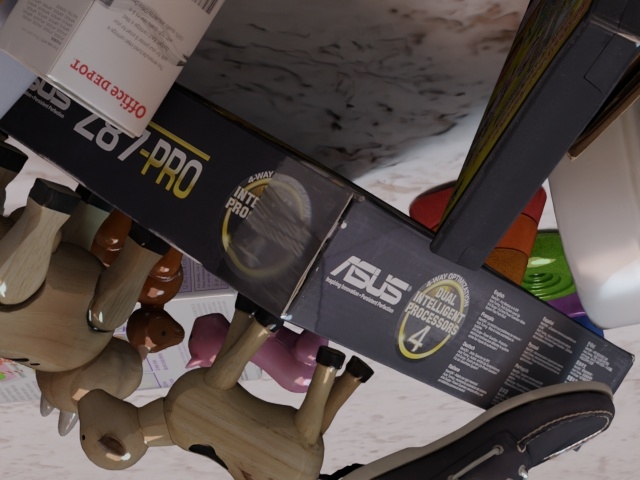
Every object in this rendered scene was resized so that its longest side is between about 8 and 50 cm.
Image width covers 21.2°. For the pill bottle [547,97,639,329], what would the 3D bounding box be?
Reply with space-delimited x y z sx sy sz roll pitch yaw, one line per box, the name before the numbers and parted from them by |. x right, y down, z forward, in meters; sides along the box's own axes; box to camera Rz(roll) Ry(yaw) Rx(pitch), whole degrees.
pill bottle | 0.364 -0.064 1.176 0.392 0.224 0.224 -12 157 16

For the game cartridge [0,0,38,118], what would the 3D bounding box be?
game cartridge | -0.254 -0.144 0.941 0.198 0.062 0.297 -51 148 3

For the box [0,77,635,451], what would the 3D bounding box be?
box | 0.000 0.000 1.186 0.318 0.097 0.395 35 -175 39

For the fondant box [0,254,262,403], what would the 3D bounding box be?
fondant box | -0.227 0.063 1.524 0.330 0.096 0.238 -6 158 0

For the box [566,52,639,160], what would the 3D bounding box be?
box | 0.194 -0.122 1.027 0.164 0.021 0.201 -48 -176 8

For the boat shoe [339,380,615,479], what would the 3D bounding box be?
boat shoe | 0.109 0.159 1.133 0.206 0.065 0.075 -22 146 -4

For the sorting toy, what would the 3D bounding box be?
sorting toy | 0.197 0.063 1.577 0.127 0.126 0.365 -15 155 22

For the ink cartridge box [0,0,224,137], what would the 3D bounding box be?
ink cartridge box | -0.114 -0.142 0.997 0.056 0.135 0.099 31 177 33

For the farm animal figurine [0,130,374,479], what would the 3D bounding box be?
farm animal figurine | -0.157 0.064 1.187 0.327 0.172 0.330 29 -176 -34

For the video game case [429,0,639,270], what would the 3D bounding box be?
video game case | 0.149 -0.141 0.928 0.035 0.248 0.275 25 154 -1
